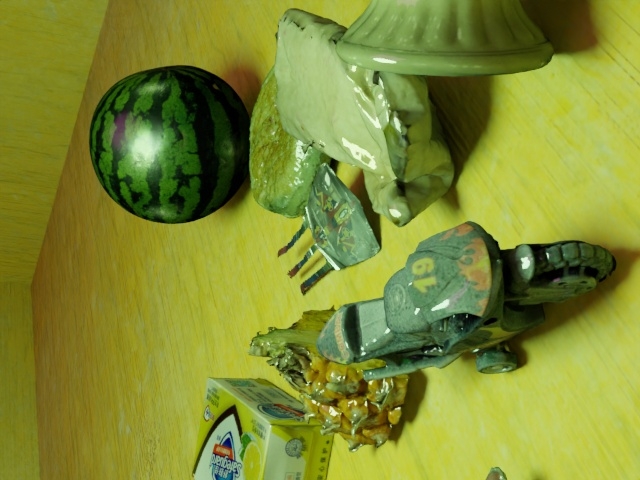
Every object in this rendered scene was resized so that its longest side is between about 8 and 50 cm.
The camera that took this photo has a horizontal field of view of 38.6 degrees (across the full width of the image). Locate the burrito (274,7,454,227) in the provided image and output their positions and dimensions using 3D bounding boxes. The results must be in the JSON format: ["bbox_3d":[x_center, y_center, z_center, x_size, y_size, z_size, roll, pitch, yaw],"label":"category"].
[{"bbox_3d":[0.061,-0.157,1.094,0.332,0.135,0.190,-135,43,-55],"label":"burrito"}]

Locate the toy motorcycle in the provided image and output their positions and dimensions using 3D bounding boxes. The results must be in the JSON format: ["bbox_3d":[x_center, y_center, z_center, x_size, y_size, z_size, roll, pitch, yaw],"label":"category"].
[{"bbox_3d":[0.123,0.060,0.861,0.307,0.173,0.108,-39,50,53],"label":"toy motorcycle"}]

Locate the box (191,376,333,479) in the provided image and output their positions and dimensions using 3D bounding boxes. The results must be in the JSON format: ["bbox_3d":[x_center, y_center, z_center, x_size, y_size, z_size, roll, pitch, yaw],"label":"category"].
[{"bbox_3d":[-0.089,0.304,1.309,0.265,0.097,0.168,18,98,64],"label":"box"}]

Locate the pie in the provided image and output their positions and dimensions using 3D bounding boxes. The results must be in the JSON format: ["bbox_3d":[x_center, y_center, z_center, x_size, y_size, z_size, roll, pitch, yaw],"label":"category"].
[{"bbox_3d":[-0.041,-0.164,1.389,0.277,0.078,0.277,-170,90,-69],"label":"pie"}]

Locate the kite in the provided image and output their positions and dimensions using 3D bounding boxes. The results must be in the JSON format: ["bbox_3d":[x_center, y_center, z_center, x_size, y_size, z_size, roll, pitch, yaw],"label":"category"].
[{"bbox_3d":[-0.001,0.000,1.264,0.141,0.015,0.245,61,148,14],"label":"kite"}]

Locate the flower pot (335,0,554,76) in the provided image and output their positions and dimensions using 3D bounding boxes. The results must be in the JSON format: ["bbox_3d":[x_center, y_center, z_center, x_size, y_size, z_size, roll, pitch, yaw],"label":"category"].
[{"bbox_3d":[0.117,-0.291,0.868,0.307,0.307,0.244,-144,52,-61],"label":"flower pot"}]

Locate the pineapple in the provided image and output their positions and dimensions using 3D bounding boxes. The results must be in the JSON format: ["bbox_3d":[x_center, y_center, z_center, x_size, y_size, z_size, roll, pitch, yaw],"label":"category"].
[{"bbox_3d":[-0.005,0.178,1.113,0.250,0.164,0.140,32,119,59],"label":"pineapple"}]

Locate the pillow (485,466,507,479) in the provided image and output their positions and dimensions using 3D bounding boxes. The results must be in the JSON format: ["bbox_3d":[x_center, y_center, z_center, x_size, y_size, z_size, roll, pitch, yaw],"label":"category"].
[{"bbox_3d":[0.167,0.319,0.802,0.179,0.075,0.171,55,131,54],"label":"pillow"}]

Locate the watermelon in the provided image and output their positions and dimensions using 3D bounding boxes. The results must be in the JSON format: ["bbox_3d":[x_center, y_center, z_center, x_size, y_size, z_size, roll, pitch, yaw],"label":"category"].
[{"bbox_3d":[-0.256,-0.169,1.589,0.285,0.285,0.285,-29,57,59],"label":"watermelon"}]
